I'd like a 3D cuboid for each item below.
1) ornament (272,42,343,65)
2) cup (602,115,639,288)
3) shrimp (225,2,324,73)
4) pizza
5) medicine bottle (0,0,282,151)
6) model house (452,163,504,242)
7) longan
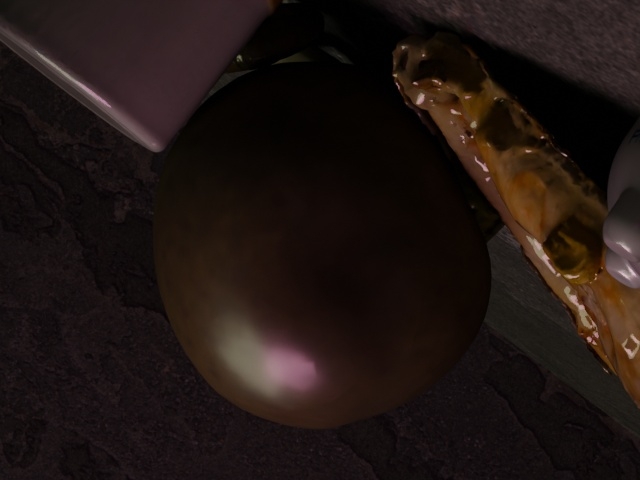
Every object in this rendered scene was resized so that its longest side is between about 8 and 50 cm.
[{"bbox_3d":[-0.056,-0.235,1.186,0.230,0.061,0.245,37,179,-26],"label":"ornament"},{"bbox_3d":[0.235,-0.019,0.518,0.173,0.142,0.134,33,174,38],"label":"cup"},{"bbox_3d":[-0.104,-0.213,1.061,0.126,0.223,0.047,-81,-17,-54],"label":"shrimp"},{"bbox_3d":[0.241,0.044,0.873,0.392,0.080,0.435,44,-167,-51],"label":"pizza"},{"bbox_3d":[-0.171,-0.236,0.913,0.238,0.232,0.238,37,177,2],"label":"medicine bottle"},{"bbox_3d":[0.101,-0.041,1.249,0.234,0.175,0.193,33,177,6],"label":"model house"},{"bbox_3d":[0.000,0.000,1.013,0.361,0.361,0.361,37,176,3],"label":"longan"}]
